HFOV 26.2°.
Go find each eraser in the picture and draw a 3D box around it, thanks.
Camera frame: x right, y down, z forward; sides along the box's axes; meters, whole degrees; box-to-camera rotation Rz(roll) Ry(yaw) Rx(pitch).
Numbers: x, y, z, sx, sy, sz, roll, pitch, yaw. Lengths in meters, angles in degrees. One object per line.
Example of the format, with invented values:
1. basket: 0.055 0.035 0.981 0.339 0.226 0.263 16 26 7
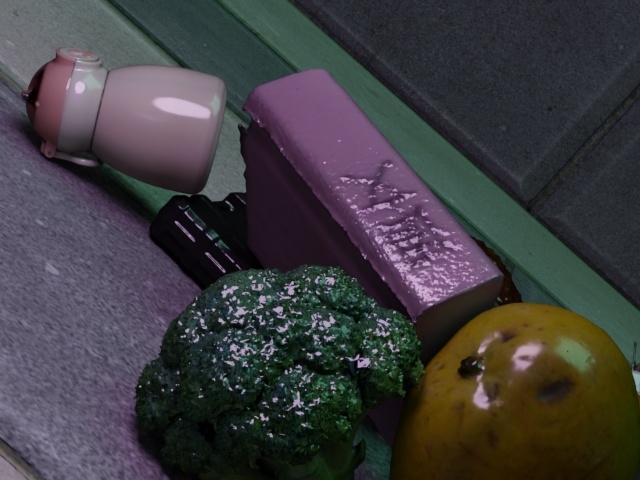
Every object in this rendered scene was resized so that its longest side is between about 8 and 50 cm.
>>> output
1. eraser: 0.047 0.021 1.495 0.359 0.122 0.272 54 -23 36

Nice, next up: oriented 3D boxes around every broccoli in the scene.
1. broccoli: -0.029 0.151 1.282 0.270 0.269 0.270 -84 154 -71

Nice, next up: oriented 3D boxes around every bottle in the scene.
1. bottle: -0.240 -0.151 1.650 0.236 0.148 0.147 14 21 -9

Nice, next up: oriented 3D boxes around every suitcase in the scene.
1. suitcase: -0.083 0.024 1.766 0.206 0.066 0.285 44 16 12

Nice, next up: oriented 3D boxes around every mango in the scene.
1. mango: 0.184 0.231 1.348 0.252 0.365 0.182 -6 34 -23

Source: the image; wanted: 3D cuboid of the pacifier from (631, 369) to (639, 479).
1. pacifier: 0.361 0.282 1.814 0.273 0.332 0.220 -29 92 -39

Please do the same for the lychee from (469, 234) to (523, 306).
1. lychee: 0.137 0.105 1.727 0.260 0.260 0.260 37 16 -13

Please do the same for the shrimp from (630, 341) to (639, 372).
1. shrimp: 0.429 0.223 1.965 0.145 0.343 0.116 56 36 -20

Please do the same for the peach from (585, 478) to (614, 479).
1. peach: 0.231 0.365 1.129 0.301 0.343 0.343 13 24 -15
